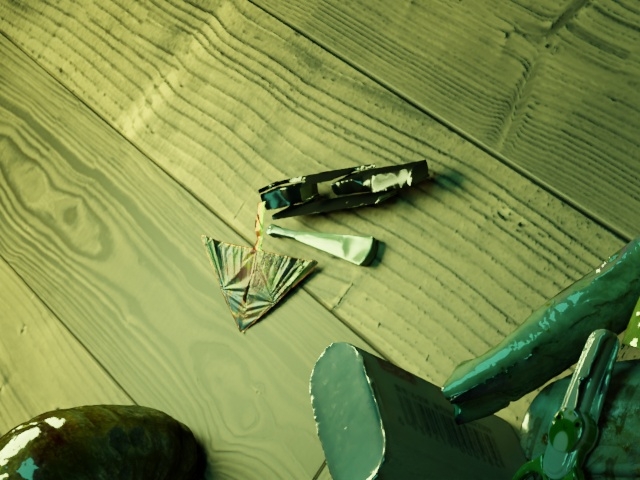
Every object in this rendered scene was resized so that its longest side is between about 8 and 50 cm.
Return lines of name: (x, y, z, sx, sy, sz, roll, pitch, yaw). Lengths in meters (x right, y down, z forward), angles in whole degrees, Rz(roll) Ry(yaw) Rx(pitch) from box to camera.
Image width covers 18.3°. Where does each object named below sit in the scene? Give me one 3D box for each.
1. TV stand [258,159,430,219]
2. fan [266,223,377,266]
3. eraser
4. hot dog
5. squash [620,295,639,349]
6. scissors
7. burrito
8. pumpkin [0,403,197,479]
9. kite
TV stand: (0.027, -0.061, 2.307, 0.249, 0.036, 0.042, -8, 102, 45)
fan: (0.000, 0.000, 2.330, 0.193, 0.016, 0.038, 14, 75, 50)
eraser: (0.102, 0.204, 1.914, 0.081, 0.227, 0.174, -40, 42, 25)
hot dog: (0.298, 0.175, 1.837, 0.268, 0.075, 0.144, 4, 66, 53)
squash: (0.381, -0.012, 1.813, 0.137, 0.137, 0.287, 13, 80, 51)
scissors: (0.230, 0.178, 1.828, 0.101, 0.027, 0.204, 18, 88, 50)
burrito: (0.248, 0.074, 1.900, 0.309, 0.096, 0.066, -36, 67, 3)
pumpkin: (-0.288, 0.330, 2.282, 0.242, 0.232, 0.325, 3, 73, 46)
kite: (-0.079, 0.032, 2.377, 0.190, 0.010, 0.159, 14, 94, 38)
